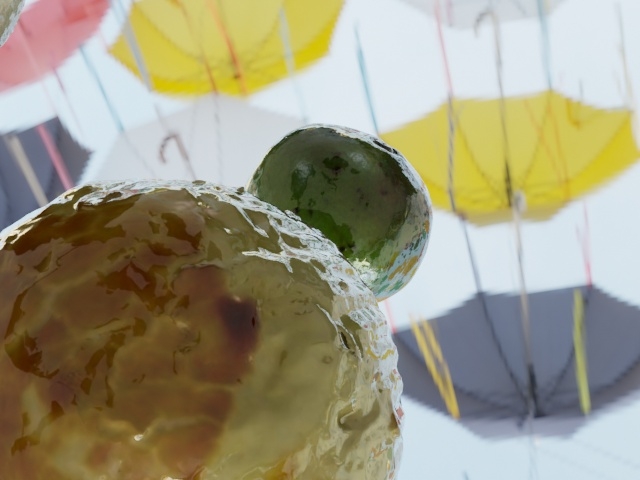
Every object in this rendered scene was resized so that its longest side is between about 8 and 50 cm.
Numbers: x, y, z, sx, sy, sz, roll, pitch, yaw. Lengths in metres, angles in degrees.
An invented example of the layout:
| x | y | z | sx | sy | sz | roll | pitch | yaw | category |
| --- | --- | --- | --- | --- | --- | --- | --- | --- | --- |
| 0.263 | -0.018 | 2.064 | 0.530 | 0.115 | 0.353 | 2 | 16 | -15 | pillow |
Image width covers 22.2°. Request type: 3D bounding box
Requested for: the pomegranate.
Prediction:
| x | y | z | sx | sy | sz | roll | pitch | yaw | category |
| --- | --- | --- | --- | --- | --- | --- | --- | --- | --- |
| 0.000 | 0.000 | 1.540 | 0.225 | 0.187 | 0.187 | -54 | -135 | 18 | pomegranate |

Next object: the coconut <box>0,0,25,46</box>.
| x | y | z | sx | sy | sz | roll | pitch | yaw | category |
| --- | --- | --- | --- | --- | --- | --- | --- | --- | --- |
| -0.326 | -0.247 | 1.270 | 0.237 | 0.237 | 0.266 | -23 | -103 | -6 | coconut |

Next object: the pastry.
| x | y | z | sx | sy | sz | roll | pitch | yaw | category |
| --- | --- | --- | --- | --- | --- | --- | --- | --- | --- |
| -0.133 | 0.136 | 1.196 | 0.388 | 0.388 | 0.312 | 21 | -167 | 31 | pastry |
